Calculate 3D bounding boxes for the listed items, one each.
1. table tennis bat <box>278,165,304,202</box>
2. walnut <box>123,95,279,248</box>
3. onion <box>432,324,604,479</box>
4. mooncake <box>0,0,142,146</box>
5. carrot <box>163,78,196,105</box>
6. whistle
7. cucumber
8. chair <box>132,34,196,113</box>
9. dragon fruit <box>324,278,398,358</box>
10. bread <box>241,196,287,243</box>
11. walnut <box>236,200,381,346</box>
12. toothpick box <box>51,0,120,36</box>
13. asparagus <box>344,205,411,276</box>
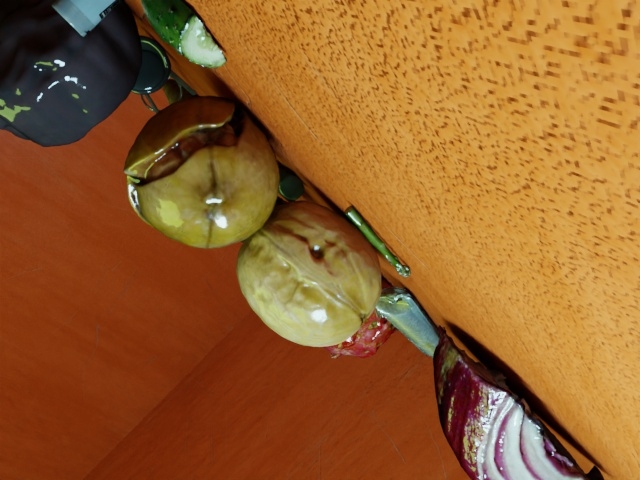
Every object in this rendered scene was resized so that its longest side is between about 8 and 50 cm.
[{"bbox_3d":[-0.108,-0.142,1.046,0.215,0.044,0.329,47,178,-32],"label":"table tennis bat"},{"bbox_3d":[-0.162,-0.100,0.799,0.209,0.209,0.336,45,-174,-14],"label":"walnut"},{"bbox_3d":[0.259,0.282,0.861,0.314,0.146,0.280,41,-177,-16],"label":"onion"},{"bbox_3d":[-0.419,-0.291,0.858,0.283,0.283,0.141,43,178,29],"label":"mooncake"},{"bbox_3d":[-0.317,-0.318,1.272,0.078,0.078,0.298,47,-179,-44],"label":"carrot"},{"bbox_3d":[0.188,0.165,1.081,0.068,0.057,0.326,-7,150,24],"label":"whistle"},{"bbox_3d":[-0.140,-0.203,0.520,0.107,0.035,0.067,45,180,28],"label":"cucumber"},{"bbox_3d":[-0.310,-0.289,1.055,0.104,0.095,0.221,3,171,0],"label":"chair"},{"bbox_3d":[0.069,0.149,1.178,0.268,0.209,0.205,12,-173,-24],"label":"dragon fruit"},{"bbox_3d":[-0.204,-0.084,1.145,0.417,0.113,0.165,26,172,37],"label":"bread"},{"bbox_3d":[-0.018,0.047,0.827,0.222,0.195,0.195,44,178,8],"label":"walnut"},{"bbox_3d":[-0.295,-0.310,0.718,0.052,0.083,0.052,45,178,2],"label":"toothpick box"},{"bbox_3d":[0.073,0.004,0.698,0.127,0.015,0.018,45,179,-24],"label":"asparagus"}]
